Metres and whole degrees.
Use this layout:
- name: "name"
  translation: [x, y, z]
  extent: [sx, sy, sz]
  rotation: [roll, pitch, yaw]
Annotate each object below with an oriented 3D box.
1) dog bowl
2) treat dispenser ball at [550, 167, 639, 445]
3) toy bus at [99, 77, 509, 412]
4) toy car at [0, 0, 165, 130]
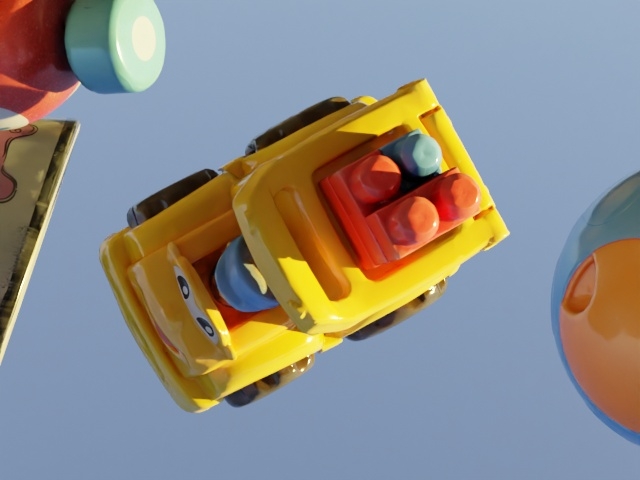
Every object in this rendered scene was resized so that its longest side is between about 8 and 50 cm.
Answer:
- name: "dog bowl"
  translation: [-0.347, 0.061, 1.429]
  extent: [0.150, 0.408, 0.408]
  rotation: [18, -152, -8]
- name: "treat dispenser ball"
  translation: [0.359, 0.063, 1.495]
  extent: [0.288, 0.288, 0.288]
  rotation: [-1, -151, 1]
- name: "toy bus"
  translation: [0.000, 0.000, 0.958]
  extent: [0.220, 0.149, 0.211]
  rotation: [-29, -177, -18]
- name: "toy car"
  translation: [-0.258, -0.142, 1.012]
  extent: [0.219, 0.210, 0.238]
  rotation: [-1, -154, 26]
